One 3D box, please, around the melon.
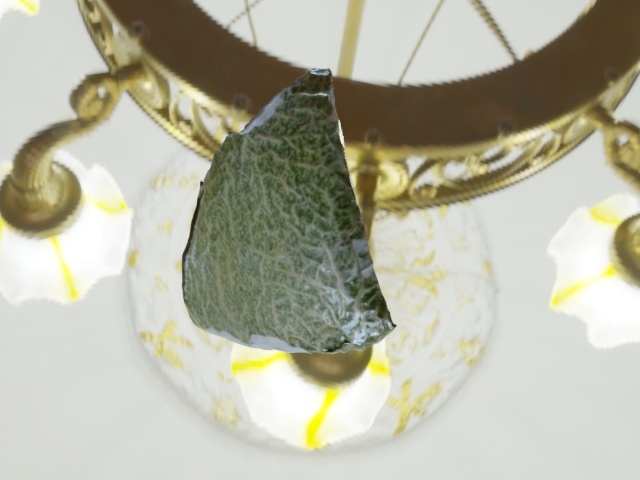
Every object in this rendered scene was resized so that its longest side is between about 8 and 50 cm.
[{"bbox_3d":[0.000,0.004,0.771,0.093,0.202,0.139,-21,-123,-41],"label":"melon"}]
